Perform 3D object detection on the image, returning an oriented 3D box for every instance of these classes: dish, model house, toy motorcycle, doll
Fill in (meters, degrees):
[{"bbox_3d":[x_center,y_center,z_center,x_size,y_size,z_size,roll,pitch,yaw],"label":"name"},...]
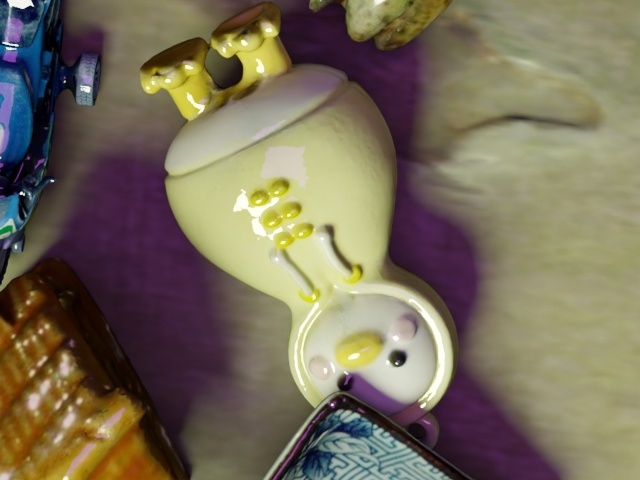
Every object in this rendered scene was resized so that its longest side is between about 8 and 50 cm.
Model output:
[{"bbox_3d":[-0.005,0.222,1.186,0.182,0.080,0.243,36,92,-22],"label":"dish"},{"bbox_3d":[-0.175,0.149,1.124,0.199,0.229,0.219,-40,93,-1],"label":"model house"},{"bbox_3d":[-0.188,-0.088,1.138,0.092,0.135,0.254,10,97,0],"label":"toy motorcycle"},{"bbox_3d":[0.000,0.003,1.154,0.141,0.117,0.296,-28,95,7],"label":"doll"}]

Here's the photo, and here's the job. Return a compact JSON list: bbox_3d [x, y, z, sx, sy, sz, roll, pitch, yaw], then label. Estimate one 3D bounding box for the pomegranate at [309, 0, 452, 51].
[{"bbox_3d":[0.099,-0.245,1.075,0.285,0.285,0.341,29,127,-2],"label":"pomegranate"}]
